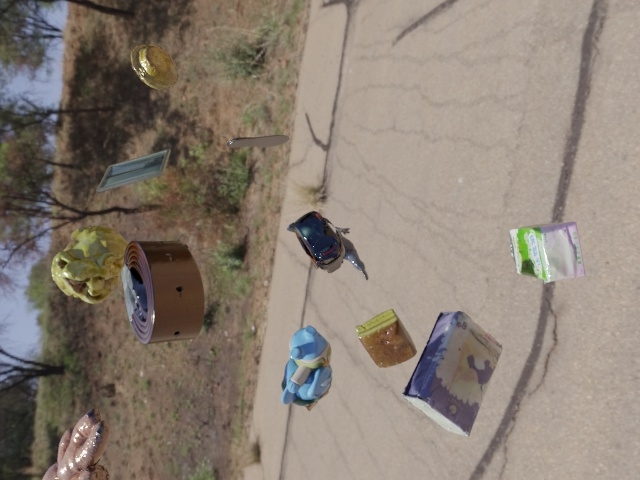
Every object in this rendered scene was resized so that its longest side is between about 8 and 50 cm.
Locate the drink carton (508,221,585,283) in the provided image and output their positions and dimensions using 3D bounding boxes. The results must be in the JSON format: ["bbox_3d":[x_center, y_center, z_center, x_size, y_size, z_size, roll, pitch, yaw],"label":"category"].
[{"bbox_3d":[0.667,0.033,1.435,0.271,0.108,0.161,-2,-98,-86],"label":"drink carton"}]

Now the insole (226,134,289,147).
[{"bbox_3d":[-0.230,-0.380,1.837,0.110,0.310,0.012,-22,87,44],"label":"insole"}]

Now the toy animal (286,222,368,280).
[{"bbox_3d":[0.056,0.002,1.896,0.081,0.367,0.205,-56,1,30],"label":"toy animal"}]

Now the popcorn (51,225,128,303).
[{"bbox_3d":[-0.626,0.079,1.329,0.203,0.226,0.200,59,175,30],"label":"popcorn"}]

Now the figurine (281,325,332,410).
[{"bbox_3d":[-0.040,0.355,1.316,0.262,0.154,0.180,80,-161,-47],"label":"figurine"}]

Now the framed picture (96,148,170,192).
[{"bbox_3d":[-0.788,-0.299,2.038,0.213,0.289,0.016,-98,-8,-51],"label":"framed picture"}]

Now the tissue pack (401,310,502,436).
[{"bbox_3d":[0.446,0.431,1.597,0.343,0.242,0.125,-58,17,-25],"label":"tissue pack"}]

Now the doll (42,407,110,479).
[{"bbox_3d":[-0.615,0.593,1.275,0.201,0.156,0.303,39,99,44],"label":"doll"}]

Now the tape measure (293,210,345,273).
[{"bbox_3d":[0.000,0.000,1.671,0.222,0.135,0.202,55,176,21],"label":"tape measure"}]

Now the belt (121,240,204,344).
[{"bbox_3d":[-0.372,0.113,1.120,0.339,0.122,0.217,29,114,54],"label":"belt"}]

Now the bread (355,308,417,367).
[{"bbox_3d":[0.273,0.409,1.951,0.234,0.184,0.110,55,-167,-34],"label":"bread"}]

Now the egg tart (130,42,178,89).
[{"bbox_3d":[-0.417,-0.452,1.227,0.049,0.129,0.128,-22,62,45],"label":"egg tart"}]
